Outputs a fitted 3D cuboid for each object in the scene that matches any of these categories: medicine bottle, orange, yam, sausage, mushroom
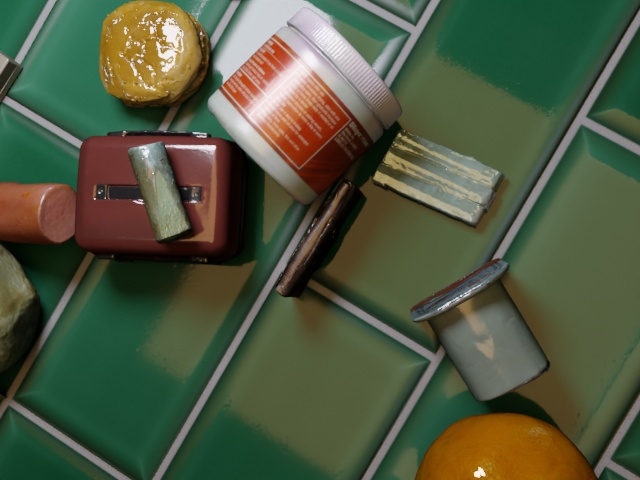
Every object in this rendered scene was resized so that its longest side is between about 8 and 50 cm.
[{"bbox_3d":[-0.028,-0.225,1.353,0.241,0.252,0.252,-43,82,5],"label":"medicine bottle"},{"bbox_3d":[0.295,0.427,1.248,0.312,0.312,0.312,0,87,8],"label":"orange"},{"bbox_3d":[-0.267,-0.082,1.310,0.068,0.068,0.169,-20,84,7],"label":"yam"},{"bbox_3d":[-0.560,-0.052,1.466,0.259,0.113,0.114,3,87,35],"label":"sausage"},{"bbox_3d":[-0.618,0.131,1.453,0.164,0.189,0.267,16,90,6],"label":"mushroom"}]

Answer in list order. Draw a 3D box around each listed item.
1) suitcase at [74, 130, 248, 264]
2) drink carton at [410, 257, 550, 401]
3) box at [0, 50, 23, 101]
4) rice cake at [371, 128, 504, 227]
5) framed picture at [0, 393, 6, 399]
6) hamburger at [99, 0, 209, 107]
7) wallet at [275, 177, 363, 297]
[{"bbox_3d":[-0.283,-0.077,1.429,0.297,0.161,0.236,1,86,9],"label":"suitcase"},{"bbox_3d":[0.270,0.158,1.331,0.185,0.191,0.190,-27,90,4],"label":"drink carton"},{"bbox_3d":[-0.709,-0.345,1.557,0.201,0.058,0.141,33,92,8],"label":"box"},{"bbox_3d":[0.212,-0.112,1.419,0.211,0.038,0.124,29,92,8],"label":"rice cake"},{"bbox_3d":[-0.686,0.259,1.465,0.141,0.183,0.011,8,64,8],"label":"framed picture"},{"bbox_3d":[-0.310,-0.348,1.479,0.213,0.108,0.214,-1,88,13],"label":"hamburger"},{"bbox_3d":[0.000,0.000,1.401,0.042,0.124,0.230,30,91,14],"label":"wallet"}]
